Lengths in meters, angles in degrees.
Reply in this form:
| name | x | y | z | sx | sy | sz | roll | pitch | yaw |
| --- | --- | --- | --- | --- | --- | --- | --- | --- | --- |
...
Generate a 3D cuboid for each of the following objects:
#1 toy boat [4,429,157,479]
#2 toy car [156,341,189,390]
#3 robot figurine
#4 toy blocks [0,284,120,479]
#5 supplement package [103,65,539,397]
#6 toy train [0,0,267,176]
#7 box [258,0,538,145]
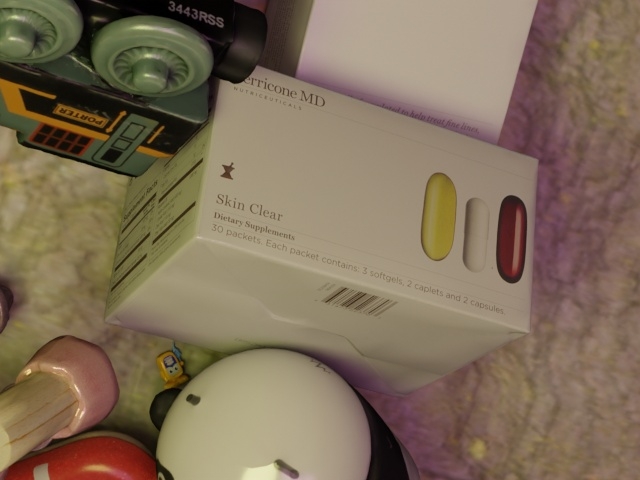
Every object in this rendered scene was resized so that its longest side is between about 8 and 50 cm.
| name | x | y | z | sx | sy | sz | roll | pitch | yaw |
| --- | --- | --- | --- | --- | --- | --- | --- | --- | --- |
| toy boat | -0.218 | 0.257 | 1.160 | 0.231 | 0.151 | 0.151 | -22 | 110 | 8 |
| toy car | -0.077 | 0.082 | 1.225 | 0.122 | 0.060 | 0.040 | -26 | 101 | -11 |
| robot figurine | -0.020 | 0.195 | 1.175 | 0.209 | 0.173 | 0.278 | -13 | 151 | 14 |
| toy blocks | -0.316 | 0.066 | 1.081 | 0.309 | 0.260 | 0.288 | -35 | 90 | 25 |
| supplement package | 0.000 | 0.000 | 1.128 | 0.262 | 0.204 | 0.145 | 16 | 64 | -21 |
| toy train | -0.206 | -0.148 | 0.950 | 0.334 | 0.190 | 0.142 | 15 | 57 | -26 |
| box | 0.060 | -0.177 | 1.169 | 0.181 | 0.119 | 0.181 | 12 | 100 | -20 |
